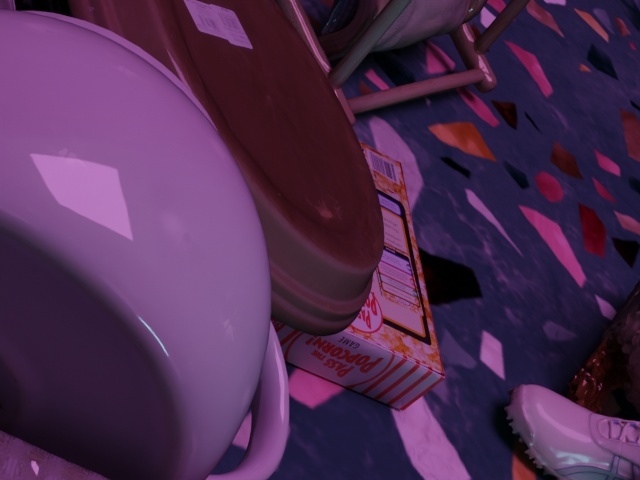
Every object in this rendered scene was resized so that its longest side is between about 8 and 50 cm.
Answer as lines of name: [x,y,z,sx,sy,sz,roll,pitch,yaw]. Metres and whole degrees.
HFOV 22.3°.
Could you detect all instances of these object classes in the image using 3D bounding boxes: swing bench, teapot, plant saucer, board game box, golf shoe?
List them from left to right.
teapot: [-0.122,-0.003,0.707,0.252,0.256,0.187,19,44,4]
plant saucer: [-0.043,-0.076,0.923,0.278,0.041,0.278,49,22,-28]
board game box: [0.000,0.000,1.048,0.147,0.045,0.193,26,37,-32]
swing bench: [0.044,-0.243,1.265,0.254,0.165,0.253,50,32,13]
golf shoe: [0.208,0.140,1.111,0.176,0.086,0.069,34,36,-18]

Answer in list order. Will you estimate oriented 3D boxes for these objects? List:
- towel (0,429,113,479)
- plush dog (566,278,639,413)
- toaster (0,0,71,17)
towel: [-0.169,0.167,0.530,0.324,0.056,0.312,25,47,-6]
plush dog: [0.322,0.111,1.192,0.225,0.262,0.210,40,64,6]
toaster: [-0.194,-0.095,0.854,0.168,0.110,0.185,21,40,-38]
